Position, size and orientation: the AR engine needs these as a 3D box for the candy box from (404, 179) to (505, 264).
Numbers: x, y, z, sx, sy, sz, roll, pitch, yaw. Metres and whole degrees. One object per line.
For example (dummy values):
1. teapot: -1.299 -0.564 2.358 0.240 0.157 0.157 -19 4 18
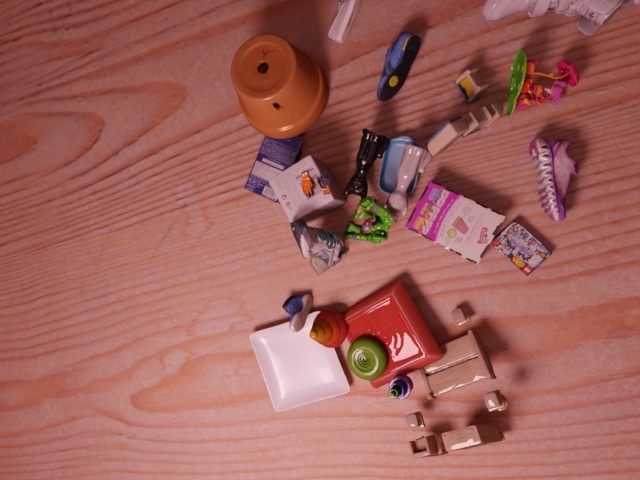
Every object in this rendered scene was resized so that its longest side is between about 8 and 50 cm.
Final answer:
1. candy box: 0.388 -0.053 1.235 0.234 0.071 0.159 30 100 14

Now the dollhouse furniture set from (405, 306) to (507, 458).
1. dollhouse furniture set: 0.386 0.430 1.273 0.303 0.174 0.355 -32 53 28

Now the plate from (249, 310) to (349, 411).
1. plate: -0.069 0.399 1.405 0.278 0.045 0.277 -22 85 15

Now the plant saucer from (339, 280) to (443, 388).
1. plant saucer: 0.193 0.292 1.282 0.259 0.048 0.258 -35 76 26

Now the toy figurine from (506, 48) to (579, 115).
1. toy figurine: 0.607 -0.421 1.146 0.159 0.130 0.173 5 115 7

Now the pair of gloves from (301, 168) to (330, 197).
1. pair of gloves: -0.014 -0.161 1.193 0.083 0.010 0.074 -9 89 14

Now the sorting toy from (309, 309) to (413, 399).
1. sorting toy: 0.096 0.341 1.237 0.366 0.126 0.127 34 103 24

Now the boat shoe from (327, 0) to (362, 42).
1. boat shoe: 0.077 -0.711 1.315 0.063 0.066 0.184 27 109 13

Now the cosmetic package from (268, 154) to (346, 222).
1. cosmetic package: -0.034 -0.150 1.301 0.152 0.184 0.151 -29 83 15

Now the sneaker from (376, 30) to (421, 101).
1. sneaker: 0.222 -0.525 1.281 0.082 0.069 0.209 46 116 44

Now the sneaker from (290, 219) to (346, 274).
1. sneaker: 0.000 0.000 1.265 0.122 0.283 0.110 -26 63 5

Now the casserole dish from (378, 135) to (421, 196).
1. casserole dish: 0.244 -0.221 1.292 0.114 0.037 0.188 12 95 16

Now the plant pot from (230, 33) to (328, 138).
1. plant pot: -0.141 -0.482 1.294 0.291 0.203 0.290 -1 85 15

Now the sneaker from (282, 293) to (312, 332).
1. sneaker: -0.088 0.233 1.361 0.085 0.152 0.058 -5 129 26

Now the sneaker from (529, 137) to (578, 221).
1. sneaker: 0.645 -0.171 1.146 0.105 0.095 0.236 -10 88 9

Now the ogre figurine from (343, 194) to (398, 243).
1. ogre figurine: 0.151 -0.048 1.279 0.118 0.096 0.197 21 122 -6

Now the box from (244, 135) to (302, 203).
1. box: -0.152 -0.251 1.410 0.137 0.036 0.225 25 99 14

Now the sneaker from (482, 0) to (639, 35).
1. sneaker: 0.632 -0.631 1.104 0.366 0.137 0.210 -23 83 13

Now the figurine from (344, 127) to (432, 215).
1. figurine: 0.193 -0.196 1.252 0.215 0.092 0.209 23 106 14

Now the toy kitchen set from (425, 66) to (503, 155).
1. toy kitchen set: 0.377 -0.366 1.194 0.207 0.122 0.166 -26 82 -23

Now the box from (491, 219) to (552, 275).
1. box: 0.569 0.021 1.206 0.137 0.027 0.094 44 104 11
